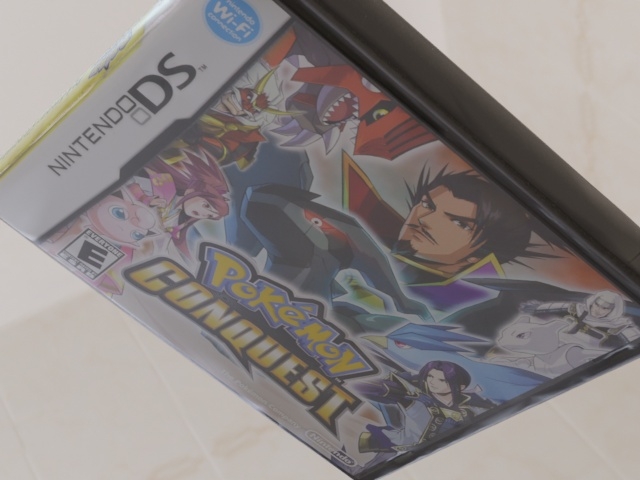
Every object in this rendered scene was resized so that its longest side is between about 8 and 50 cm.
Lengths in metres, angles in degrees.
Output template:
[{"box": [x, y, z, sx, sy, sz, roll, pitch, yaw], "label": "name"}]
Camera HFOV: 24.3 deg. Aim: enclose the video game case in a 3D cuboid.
[{"box": [0.000, 0.000, 0.723, 0.275, 0.035, 0.248, 39, -44, -17], "label": "video game case"}]
